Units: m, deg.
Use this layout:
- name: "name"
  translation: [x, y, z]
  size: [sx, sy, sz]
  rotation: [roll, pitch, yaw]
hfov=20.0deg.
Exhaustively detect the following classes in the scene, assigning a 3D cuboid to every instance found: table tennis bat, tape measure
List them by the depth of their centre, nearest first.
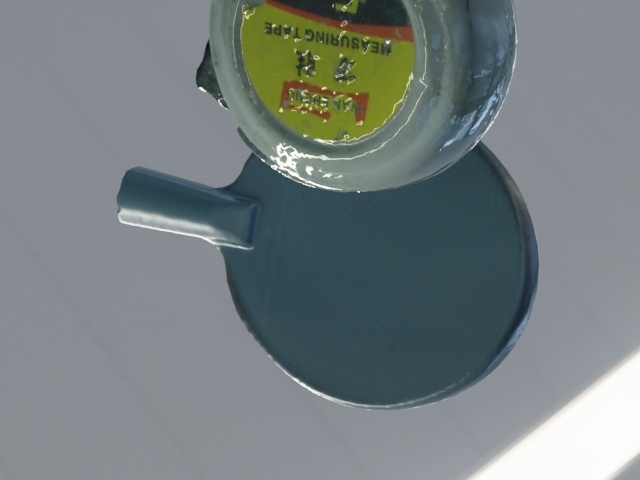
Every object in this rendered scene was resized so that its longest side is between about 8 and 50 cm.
- name: "tape measure"
  translation: [0.091, -0.086, 0.806]
  size: [0.330, 0.164, 0.084]
  rotation: [14, -152, 27]
- name: "table tennis bat"
  translation: [0.000, 0.000, 1.270]
  size: [0.329, 0.215, 0.044]
  rotation: [13, -171, 29]
